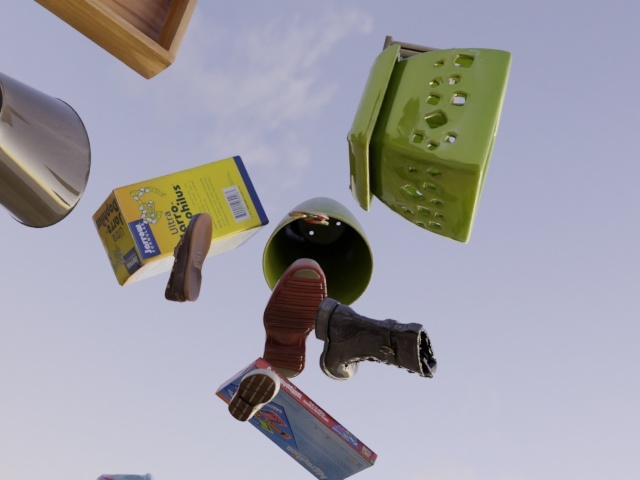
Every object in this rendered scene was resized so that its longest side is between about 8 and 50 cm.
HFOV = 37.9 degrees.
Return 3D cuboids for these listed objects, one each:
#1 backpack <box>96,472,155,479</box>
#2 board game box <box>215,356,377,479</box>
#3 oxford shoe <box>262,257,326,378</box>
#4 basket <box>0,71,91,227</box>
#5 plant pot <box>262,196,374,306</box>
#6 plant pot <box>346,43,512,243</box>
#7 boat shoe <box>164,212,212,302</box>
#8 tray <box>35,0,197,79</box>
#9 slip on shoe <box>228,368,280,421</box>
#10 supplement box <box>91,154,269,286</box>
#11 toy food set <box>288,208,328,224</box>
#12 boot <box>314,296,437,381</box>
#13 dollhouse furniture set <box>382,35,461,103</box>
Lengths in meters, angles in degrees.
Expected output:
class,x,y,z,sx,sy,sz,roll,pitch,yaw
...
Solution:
class,x,y,z,sx,sy,sz,roll,pitch,yaw
backpack,-0.315,0.517,1.559,0.191,0.254,0.225,-5,-13,-6
board game box,-0.045,0.330,1.673,0.281,0.027,0.145,42,-47,-10
oxford shoe,-0.064,0.142,1.961,0.122,0.130,0.348,10,-45,-9
basket,-0.430,-0.140,1.262,0.154,0.205,0.227,-9,-14,9
plant pot,0.000,0.000,2.403,0.274,0.293,0.275,1,-66,2
plant pot,0.161,-0.157,1.430,0.207,0.227,0.228,13,-27,11
boat shoe,-0.287,0.034,2.001,0.073,0.207,0.073,-1,-28,26
tray,-0.345,-0.412,1.222,0.411,0.203,0.076,35,-35,-32
slip on shoe,-0.089,0.213,1.322,0.051,0.041,0.135,38,-42,5
supplement box,-0.344,-0.051,2.292,0.194,0.356,0.195,-34,-102,55
toy food set,-0.022,-0.051,2.009,0.082,0.020,0.083,8,-7,26
boot,0.111,0.218,1.768,0.228,0.091,0.263,16,-32,23
dollhouse furniture set,0.177,-0.269,1.677,0.129,0.129,0.183,14,-2,13
